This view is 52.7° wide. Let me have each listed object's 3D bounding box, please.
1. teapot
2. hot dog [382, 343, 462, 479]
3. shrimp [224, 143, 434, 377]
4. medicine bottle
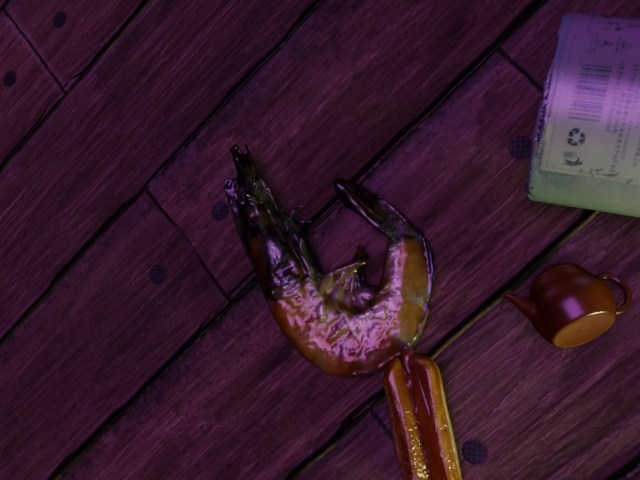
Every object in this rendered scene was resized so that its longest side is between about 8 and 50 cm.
[{"bbox_3d":[0.338,0.077,0.878,0.173,0.116,0.116,-11,78,-8],"label":"teapot"},{"bbox_3d":[0.147,0.267,0.940,0.092,0.062,0.236,-10,85,15],"label":"hot dog"},{"bbox_3d":[0.000,0.000,1.027,0.272,0.085,0.445,-38,75,7],"label":"shrimp"},{"bbox_3d":[0.423,-0.142,0.795,0.289,0.245,0.245,13,88,20],"label":"medicine bottle"}]
